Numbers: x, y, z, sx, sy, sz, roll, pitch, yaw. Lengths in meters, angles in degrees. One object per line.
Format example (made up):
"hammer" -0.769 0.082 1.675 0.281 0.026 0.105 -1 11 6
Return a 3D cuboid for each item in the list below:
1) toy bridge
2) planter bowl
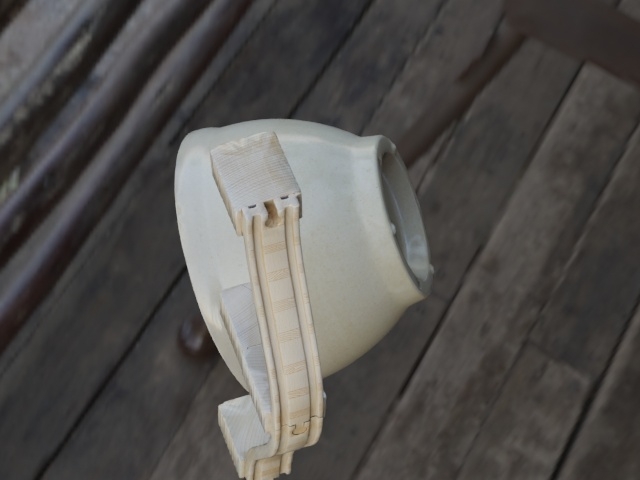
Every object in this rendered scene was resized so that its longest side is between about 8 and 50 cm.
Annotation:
"toy bridge" -0.018 0.044 0.646 0.026 0.188 0.063 -15 55 -13
"planter bowl" 0.000 0.000 0.991 0.109 0.162 0.162 -16 60 14
